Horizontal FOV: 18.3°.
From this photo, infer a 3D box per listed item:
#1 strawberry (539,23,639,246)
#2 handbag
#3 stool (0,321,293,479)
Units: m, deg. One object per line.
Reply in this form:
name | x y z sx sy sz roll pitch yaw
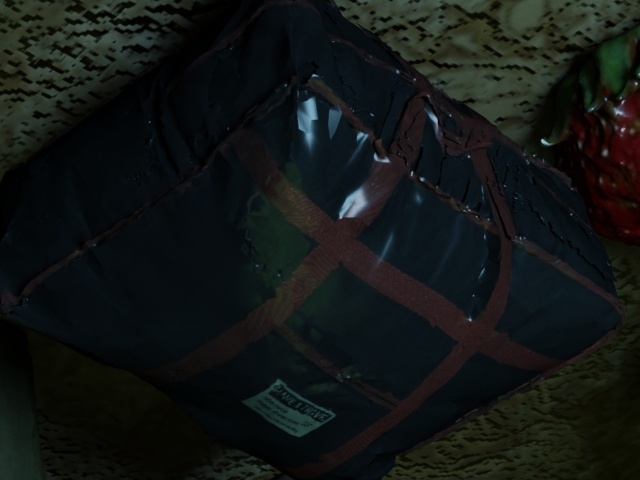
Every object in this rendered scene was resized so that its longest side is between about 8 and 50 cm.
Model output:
strawberry | 0.185 -0.034 0.879 0.187 0.082 0.146 23 133 -37
handbag | 0.000 0.000 0.804 0.215 0.155 0.169 33 116 -33
stool | -0.141 0.242 0.972 0.310 0.226 0.310 27 123 -33
